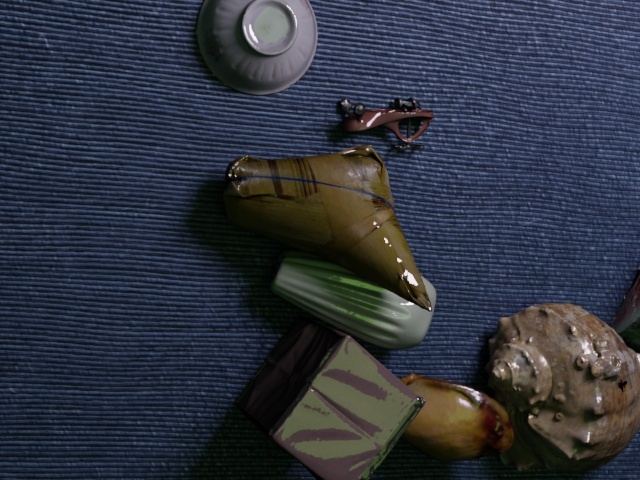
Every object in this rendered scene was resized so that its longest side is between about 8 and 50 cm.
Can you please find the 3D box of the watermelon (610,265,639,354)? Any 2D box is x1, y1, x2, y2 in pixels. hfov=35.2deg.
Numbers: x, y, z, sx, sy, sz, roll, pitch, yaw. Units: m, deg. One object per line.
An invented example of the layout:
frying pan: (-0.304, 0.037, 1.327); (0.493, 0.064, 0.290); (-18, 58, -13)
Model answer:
watermelon: (0.611, 0.077, 1.700); (0.212, 0.201, 0.262); (19, 132, -18)

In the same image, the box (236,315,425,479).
box: (0.003, 0.233, 1.463); (0.153, 0.252, 0.188); (39, 84, -14)

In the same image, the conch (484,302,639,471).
conch: (0.417, 0.260, 1.618); (0.352, 0.210, 0.297); (13, 106, -13)

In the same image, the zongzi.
zongzi: (0.000, 0.000, 1.448); (0.260, 0.123, 0.289); (-5, 53, -13)

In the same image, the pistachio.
pistachio: (0.200, 0.278, 1.581); (0.210, 0.131, 0.165); (17, 133, 12)

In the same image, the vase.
vase: (0.046, 0.081, 1.535); (0.248, 0.128, 0.128); (18, 89, -7)

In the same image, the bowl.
bowl: (-0.084, -0.309, 1.482); (0.189, 0.086, 0.189); (-1, 95, -15)

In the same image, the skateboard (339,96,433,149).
skateboard: (0.105, -0.179, 1.563); (0.151, 0.067, 0.080); (-4, 105, -19)
